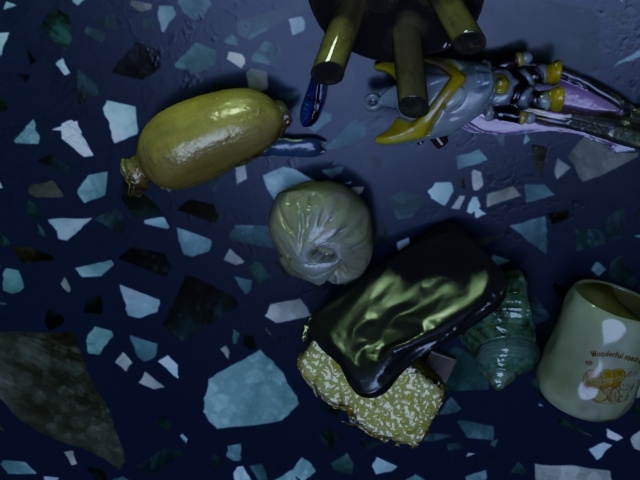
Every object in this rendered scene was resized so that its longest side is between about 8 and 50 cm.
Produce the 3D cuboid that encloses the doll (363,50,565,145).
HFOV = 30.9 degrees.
[{"bbox_3d":[0.224,-0.229,1.838,0.316,0.103,0.145,-3,90,8],"label":"doll"}]

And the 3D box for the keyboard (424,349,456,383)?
[{"bbox_3d":[0.191,0.273,2.114,0.055,0.017,0.166,20,112,-7],"label":"keyboard"}]

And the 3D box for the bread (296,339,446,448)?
[{"bbox_3d":[0.096,0.240,2.045,0.260,0.147,0.160,30,104,9],"label":"bread"}]

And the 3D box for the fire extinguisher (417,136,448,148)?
[{"bbox_3d":[0.167,-0.193,1.931,0.100,0.032,0.046,50,146,-11],"label":"fire extinguisher"}]

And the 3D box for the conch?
[{"bbox_3d":[0.310,0.155,1.986,0.176,0.122,0.188,-28,78,57],"label":"conch"}]

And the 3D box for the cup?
[{"bbox_3d":[0.499,0.187,1.997,0.173,0.255,0.202,34,117,38],"label":"cup"}]

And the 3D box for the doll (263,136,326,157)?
[{"bbox_3d":[-0.053,-0.159,1.964,0.125,0.027,0.037,2,112,2],"label":"doll"}]

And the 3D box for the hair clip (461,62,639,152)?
[{"bbox_3d":[0.382,-0.213,1.884,0.358,0.095,0.110,16,147,8],"label":"hair clip"}]

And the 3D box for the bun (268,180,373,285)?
[{"bbox_3d":[0.000,0.000,1.967,0.178,0.128,0.193,-2,113,5],"label":"bun"}]

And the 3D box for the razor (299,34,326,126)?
[{"bbox_3d":[0.014,-0.335,1.875,0.056,0.093,0.324,-6,120,-30],"label":"razor"}]

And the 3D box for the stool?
[{"bbox_3d":[0.111,-0.331,1.705,0.272,0.178,0.272,1,143,1],"label":"stool"}]

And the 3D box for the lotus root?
[{"bbox_3d":[-0.195,-0.170,1.908,0.303,0.146,0.131,-21,113,10],"label":"lotus root"}]

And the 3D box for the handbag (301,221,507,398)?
[{"bbox_3d":[0.140,0.117,1.934,0.332,0.191,0.075,-36,148,-5],"label":"handbag"}]
